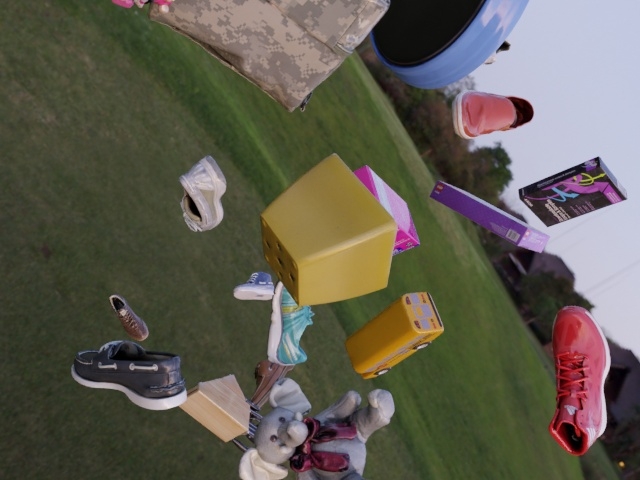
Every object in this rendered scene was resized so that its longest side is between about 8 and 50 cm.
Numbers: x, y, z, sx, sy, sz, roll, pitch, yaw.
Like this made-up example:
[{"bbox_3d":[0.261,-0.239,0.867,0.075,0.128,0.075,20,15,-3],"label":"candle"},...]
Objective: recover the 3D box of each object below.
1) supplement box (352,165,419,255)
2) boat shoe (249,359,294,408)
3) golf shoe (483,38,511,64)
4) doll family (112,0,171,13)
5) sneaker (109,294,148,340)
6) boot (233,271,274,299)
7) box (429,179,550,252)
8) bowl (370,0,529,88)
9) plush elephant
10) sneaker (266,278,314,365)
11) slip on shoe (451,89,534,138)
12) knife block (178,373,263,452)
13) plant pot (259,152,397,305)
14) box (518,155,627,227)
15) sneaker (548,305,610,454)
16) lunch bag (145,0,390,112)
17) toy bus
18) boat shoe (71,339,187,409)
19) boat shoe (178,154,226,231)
[{"bbox_3d":[0.105,-0.048,1.280,0.220,0.111,0.114,32,38,-55],"label":"supplement box"},{"bbox_3d":[-0.179,0.456,2.089,0.104,0.111,0.307,38,41,3],"label":"boat shoe"},{"bbox_3d":[0.323,-0.393,1.293,0.086,0.176,0.069,43,-21,26],"label":"golf shoe"},{"bbox_3d":[-0.201,-0.404,0.718,0.118,0.163,0.263,17,78,-48],"label":"doll family"},{"bbox_3d":[-0.648,0.258,2.072,0.188,0.066,0.071,45,-9,20],"label":"sneaker"},{"bbox_3d":[-0.229,0.149,2.085,0.190,0.069,0.086,16,51,-54],"label":"boot"},{"bbox_3d":[0.470,-0.067,1.726,0.293,0.057,0.201,35,14,33],"label":"box"},{"bbox_3d":[0.235,-0.490,1.181,0.077,0.391,0.391,13,36,-34],"label":"bowl"},{"bbox_3d":[-0.027,0.445,1.374,0.255,0.330,0.272,26,59,-22],"label":"plush elephant"},{"bbox_3d":[-0.069,0.177,1.568,0.107,0.109,0.275,-55,150,-88],"label":"sneaker"},{"bbox_3d":[0.439,-0.326,1.586,0.331,0.101,0.123,-11,96,-44],"label":"slip on shoe"},{"bbox_3d":[-0.263,0.516,1.778,0.242,0.088,0.275,61,17,15],"label":"knife block"},{"bbox_3d":[0.000,0.000,1.192,0.212,0.187,0.212,53,-23,31],"label":"plant pot"},{"bbox_3d":[0.480,-0.088,1.188,0.116,0.162,0.029,35,49,-32],"label":"box"},{"bbox_3d":[0.392,0.219,0.945,0.128,0.087,0.221,-17,96,-59],"label":"sneaker"},{"bbox_3d":[-0.085,-0.363,0.927,0.305,0.256,0.213,32,30,-19],"label":"lunch bag"},{"bbox_3d":[0.173,0.252,1.587,0.130,0.333,0.108,-2,61,-36],"label":"toy bus"},{"bbox_3d":[-0.361,0.231,1.166,0.114,0.302,0.091,-13,105,-56],"label":"boat shoe"},{"bbox_3d":[-0.308,-0.100,1.548,0.118,0.103,0.320,56,-23,7],"label":"boat shoe"}]
